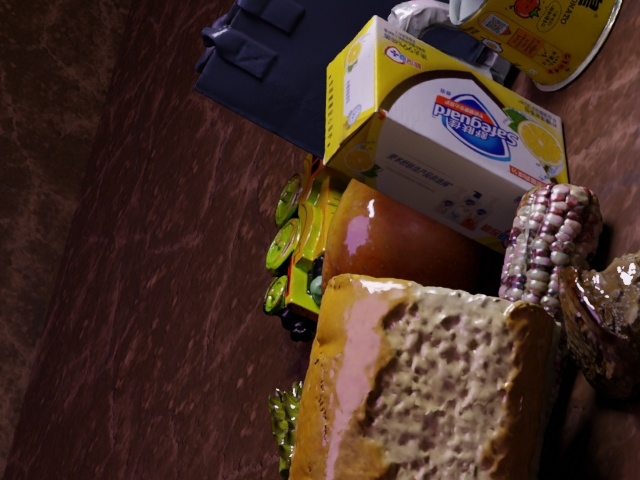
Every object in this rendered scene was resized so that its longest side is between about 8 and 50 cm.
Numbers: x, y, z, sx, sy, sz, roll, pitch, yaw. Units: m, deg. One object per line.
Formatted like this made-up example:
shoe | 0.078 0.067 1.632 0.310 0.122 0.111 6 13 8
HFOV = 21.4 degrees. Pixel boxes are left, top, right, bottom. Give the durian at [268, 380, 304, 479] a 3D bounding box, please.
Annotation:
durian | 0.028 0.259 1.983 0.355 0.157 0.169 -107 9 -62

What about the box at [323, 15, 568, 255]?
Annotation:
box | 0.138 -0.108 1.829 0.097 0.265 0.168 -47 26 37

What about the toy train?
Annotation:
toy train | 0.000 0.000 2.307 0.160 0.100 0.296 -47 27 39

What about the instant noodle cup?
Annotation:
instant noodle cup | 0.239 -0.282 1.947 0.182 0.144 0.182 -52 24 35

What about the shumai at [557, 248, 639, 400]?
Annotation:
shumai | 0.274 0.080 1.556 0.139 0.105 0.123 -80 -21 -58

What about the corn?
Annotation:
corn | 0.219 0.072 1.689 0.092 0.092 0.280 -22 52 63

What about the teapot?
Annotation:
teapot | 0.131 -0.174 2.051 0.221 0.178 0.163 -51 25 33

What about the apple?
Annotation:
apple | 0.096 0.013 1.925 0.235 0.173 0.210 -72 -8 -56

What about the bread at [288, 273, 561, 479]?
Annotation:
bread | 0.079 0.229 1.558 0.165 0.236 0.375 41 -123 -71

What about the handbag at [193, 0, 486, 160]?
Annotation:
handbag | 0.026 -0.270 2.216 0.303 0.329 0.122 -57 18 23
